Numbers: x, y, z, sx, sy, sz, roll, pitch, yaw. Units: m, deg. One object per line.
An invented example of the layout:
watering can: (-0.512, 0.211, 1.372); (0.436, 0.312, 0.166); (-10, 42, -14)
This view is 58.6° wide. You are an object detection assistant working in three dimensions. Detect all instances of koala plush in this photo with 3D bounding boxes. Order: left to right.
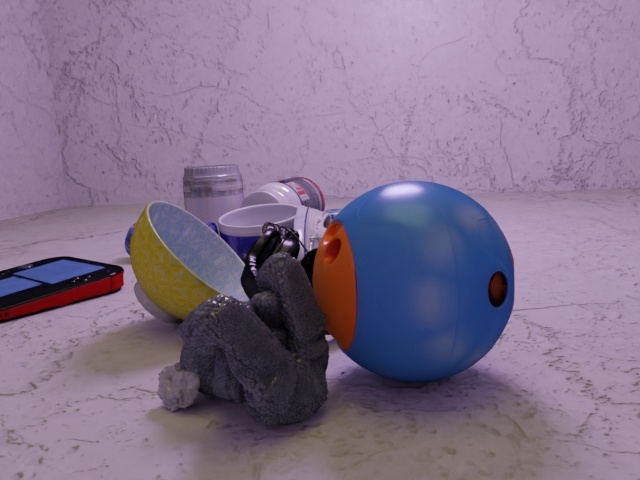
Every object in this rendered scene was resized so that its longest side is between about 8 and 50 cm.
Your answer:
koala plush: (-0.115, 0.158, 0.775); (0.221, 0.203, 0.196); (-22, 9, 40)

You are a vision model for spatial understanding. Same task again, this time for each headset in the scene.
headset: (-0.049, 0.085, 1.165); (0.243, 0.185, 0.394); (16, 21, -15)

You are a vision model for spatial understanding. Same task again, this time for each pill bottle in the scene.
pill bottle: (-0.136, -0.118, 2.105); (0.210, 0.210, 0.363); (1, 11, 21)

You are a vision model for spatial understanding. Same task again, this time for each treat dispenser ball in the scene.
treat dispenser ball: (0.132, 0.058, 0.824); (0.288, 0.288, 0.288); (-3, 10, 1)

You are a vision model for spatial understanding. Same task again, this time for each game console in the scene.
game console: (-0.728, 0.110, 1.446); (0.386, 0.060, 0.342); (5, 12, 40)

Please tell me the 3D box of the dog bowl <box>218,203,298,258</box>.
dog bowl: (-0.184, -0.033, 1.794); (0.265, 0.104, 0.265); (-5, 18, 2)

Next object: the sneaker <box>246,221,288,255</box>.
sneaker: (-0.138, 0.053, 1.519); (0.100, 0.108, 0.271); (15, 27, 1)

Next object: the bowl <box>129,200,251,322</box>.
bowl: (-0.281, 0.072, 1.147); (0.156, 0.289, 0.289); (-44, 5, 10)

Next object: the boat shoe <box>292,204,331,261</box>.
boat shoe: (-0.001, 0.008, 1.552); (0.156, 0.136, 0.367); (7, 20, 0)

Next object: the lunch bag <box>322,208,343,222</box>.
lunch bag: (0.107, -0.071, 2.123); (0.219, 0.090, 0.176); (-2, 7, 0)

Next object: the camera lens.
camera lens: (-0.391, -0.138, 2.106); (0.219, 0.274, 0.219); (-3, 10, 1)

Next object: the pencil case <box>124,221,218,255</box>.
pencil case: (-0.463, 0.002, 1.799); (0.306, 0.119, 0.133); (0, 0, 19)
